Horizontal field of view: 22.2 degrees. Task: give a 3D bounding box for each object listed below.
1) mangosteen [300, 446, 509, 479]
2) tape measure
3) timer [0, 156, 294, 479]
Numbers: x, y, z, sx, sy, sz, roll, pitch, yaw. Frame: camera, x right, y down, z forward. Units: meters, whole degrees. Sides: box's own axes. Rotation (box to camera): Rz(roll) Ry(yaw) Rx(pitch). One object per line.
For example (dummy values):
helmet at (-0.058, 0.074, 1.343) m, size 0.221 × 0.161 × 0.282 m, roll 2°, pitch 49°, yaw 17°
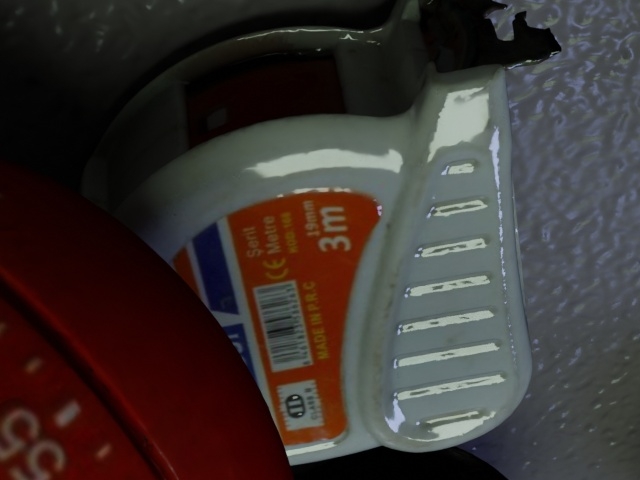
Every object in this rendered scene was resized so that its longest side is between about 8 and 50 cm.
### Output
mangosteen at (0.041, 0.246, 1.097) m, size 0.228 × 0.228 × 0.265 m, roll 14°, pitch 169°, yaw -27°
tape measure at (0.000, 0.000, 0.886) m, size 0.265 × 0.130 × 0.258 m, roll -10°, pitch 133°, yaw 2°
timer at (-0.184, 0.136, 0.753) m, size 0.279 × 0.378 × 0.378 m, roll -39°, pitch 153°, yaw -42°
